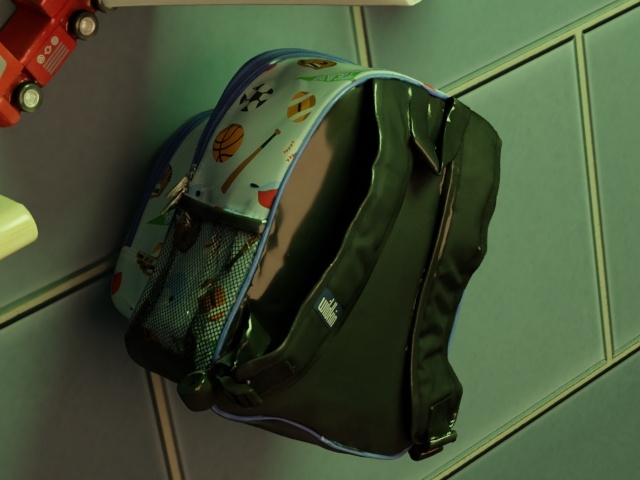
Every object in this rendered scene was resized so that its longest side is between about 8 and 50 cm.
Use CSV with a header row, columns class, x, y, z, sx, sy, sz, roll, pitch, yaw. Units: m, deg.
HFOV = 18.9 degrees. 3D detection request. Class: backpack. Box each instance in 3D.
class,x,y,z,sx,sy,sz,roll,pitch,yaw
backpack,0.000,0.000,1.366,0.276,0.213,0.263,22,95,-51

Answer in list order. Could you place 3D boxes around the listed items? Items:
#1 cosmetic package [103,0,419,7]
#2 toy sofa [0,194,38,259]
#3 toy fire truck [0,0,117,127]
class,x,y,z,sx,sy,sz,roll,pitch,yaw
cosmetic package,-0.031,-0.342,1.188,0.156,0.217,0.385,-41,128,-65
toy sofa,-0.266,-0.127,1.074,0.150,0.177,0.362,-33,127,-35
toy fire truck,-0.192,-0.184,1.237,0.192,0.047,0.135,-54,132,-16
